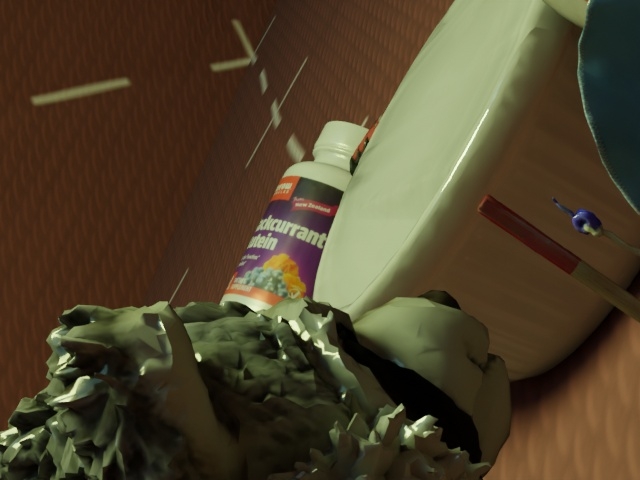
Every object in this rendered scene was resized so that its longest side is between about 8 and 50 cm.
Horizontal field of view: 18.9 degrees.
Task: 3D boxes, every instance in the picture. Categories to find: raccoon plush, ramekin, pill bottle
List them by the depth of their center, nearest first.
[{"bbox_3d":[0.000,0.209,0.524,0.216,0.299,0.446,-51,15,44],"label":"raccoon plush"},{"bbox_3d":[0.114,-0.040,1.131,0.273,0.127,0.273,-58,11,18],"label":"ramekin"},{"bbox_3d":[0.000,0.000,1.640,0.193,0.108,0.108,-64,10,-15],"label":"pill bottle"}]

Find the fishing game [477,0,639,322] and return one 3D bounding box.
[{"bbox_3d":[0.180,-0.052,0.659,0.264,0.189,0.041,-52,6,33],"label":"fishing game"}]

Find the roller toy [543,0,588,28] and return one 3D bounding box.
[{"bbox_3d":[0.187,-0.208,0.979,0.191,0.209,0.146,-8,20,38],"label":"roller toy"}]

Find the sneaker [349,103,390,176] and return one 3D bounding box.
[{"bbox_3d":[0.114,-0.112,1.412,0.276,0.098,0.135,-45,20,52],"label":"sneaker"}]
